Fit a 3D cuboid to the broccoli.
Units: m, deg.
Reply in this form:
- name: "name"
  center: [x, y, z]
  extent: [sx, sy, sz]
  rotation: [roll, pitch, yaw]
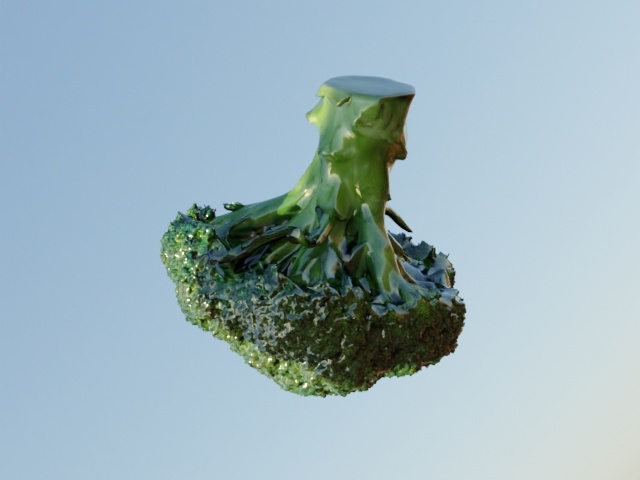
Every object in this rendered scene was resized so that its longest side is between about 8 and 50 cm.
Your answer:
- name: "broccoli"
  center: [0.000, 0.000, 1.284]
  extent: [0.297, 0.298, 0.297]
  rotation: [-17, -61, -57]
